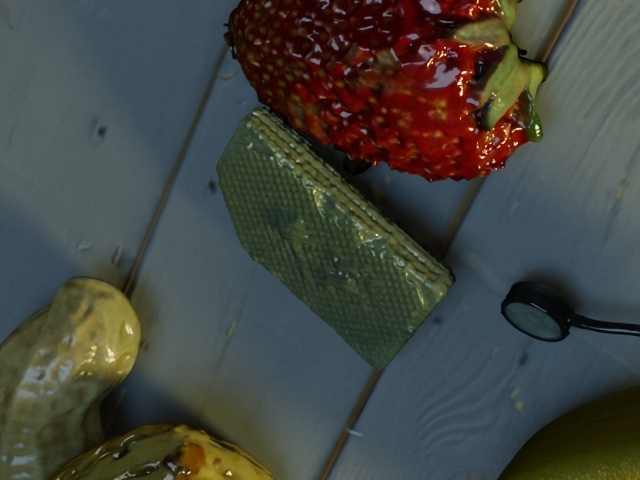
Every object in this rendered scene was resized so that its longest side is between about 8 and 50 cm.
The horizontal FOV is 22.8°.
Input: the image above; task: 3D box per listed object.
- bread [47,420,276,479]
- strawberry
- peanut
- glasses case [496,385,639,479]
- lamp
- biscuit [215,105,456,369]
[{"bbox_3d":[-0.173,0.274,1.624,0.235,0.099,0.210,-30,139,19],"label":"bread"},{"bbox_3d":[0.039,-0.151,1.417,0.306,0.138,0.233,-7,106,24],"label":"strawberry"},{"bbox_3d":[-0.285,0.178,1.667,0.153,0.140,0.325,32,114,5],"label":"peanut"},{"bbox_3d":[0.303,0.220,1.409,0.371,0.141,0.173,-21,105,38],"label":"glasses case"},{"bbox_3d":[0.350,0.060,1.406,0.371,0.108,0.130,4,146,38],"label":"lamp"},{"bbox_3d":[0.000,0.000,1.503,0.252,0.052,0.150,43,141,5],"label":"biscuit"}]
